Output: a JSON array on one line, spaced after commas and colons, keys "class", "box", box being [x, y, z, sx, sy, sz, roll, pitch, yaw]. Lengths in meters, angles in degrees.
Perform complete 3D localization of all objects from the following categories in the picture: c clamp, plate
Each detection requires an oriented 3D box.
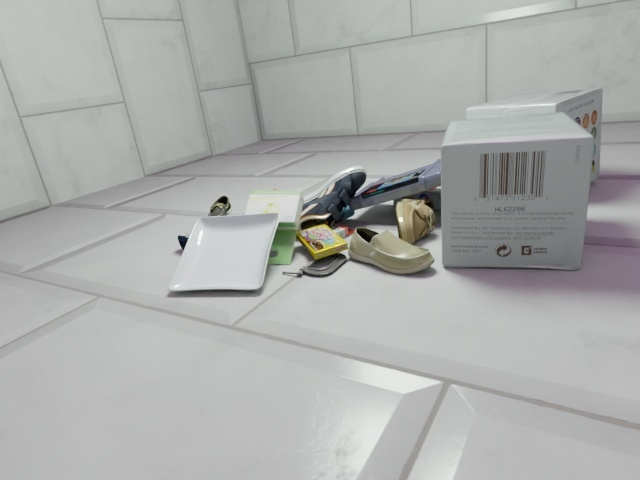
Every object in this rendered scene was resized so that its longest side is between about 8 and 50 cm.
[{"class": "c clamp", "box": [-0.007, 0.065, 1.262, 0.137, 0.022, 0.160, 8, 26, 37]}, {"class": "plate", "box": [-0.264, 0.038, 1.272, 0.277, 0.045, 0.278, -2, 49, 14]}]

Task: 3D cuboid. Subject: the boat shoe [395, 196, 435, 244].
[{"class": "boat shoe", "box": [0.298, -0.072, 1.369, 0.110, 0.122, 0.341, -2, 20, 17]}]

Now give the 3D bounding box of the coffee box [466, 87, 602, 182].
[{"class": "coffee box", "box": [0.781, -0.353, 1.630, 0.337, 0.334, 0.338, -23, 23, -32]}]

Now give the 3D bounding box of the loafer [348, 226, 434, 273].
[{"class": "loafer", "box": [0.181, 0.021, 1.206, 0.268, 0.092, 0.102, 11, 27, 40]}]

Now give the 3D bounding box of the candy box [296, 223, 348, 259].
[{"class": "candy box", "box": [0.000, 0.000, 1.352, 0.105, 0.027, 0.206, -16, 22, -14]}]

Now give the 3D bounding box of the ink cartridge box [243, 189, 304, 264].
[{"class": "ink cartridge box", "box": [-0.154, -0.046, 1.359, 0.171, 0.056, 0.235, 2, 59, 14]}]

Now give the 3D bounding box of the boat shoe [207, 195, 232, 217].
[{"class": "boat shoe", "box": [-0.427, -0.128, 1.856, 0.081, 0.069, 0.228, -7, 21, 3]}]

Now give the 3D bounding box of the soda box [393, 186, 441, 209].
[{"class": "soda box", "box": [0.379, -0.166, 1.662, 0.216, 0.069, 0.074, 11, 28, 43]}]

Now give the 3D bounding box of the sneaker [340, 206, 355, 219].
[{"class": "sneaker", "box": [0.050, -0.078, 1.593, 0.162, 0.063, 0.073, -15, 40, -9]}]

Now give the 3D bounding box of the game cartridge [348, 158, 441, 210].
[{"class": "game cartridge", "box": [0.286, -0.200, 1.551, 0.355, 0.068, 0.230, -14, 11, 36]}]

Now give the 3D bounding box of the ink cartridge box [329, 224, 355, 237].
[{"class": "ink cartridge box", "box": [0.059, -0.030, 1.477, 0.115, 0.029, 0.063, -22, 24, -32]}]

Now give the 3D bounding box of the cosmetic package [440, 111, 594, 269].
[{"class": "cosmetic package", "box": [0.508, -0.150, 1.207, 0.329, 0.327, 0.394, 0, 23, 20]}]

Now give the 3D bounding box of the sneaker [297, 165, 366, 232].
[{"class": "sneaker", "box": [0.035, -0.121, 1.506, 0.321, 0.126, 0.127, -33, 61, 6]}]

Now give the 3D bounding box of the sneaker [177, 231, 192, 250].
[{"class": "sneaker", "box": [-0.400, 0.000, 1.494, 0.211, 0.080, 0.081, 15, 33, 43]}]

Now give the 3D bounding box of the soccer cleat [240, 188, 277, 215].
[{"class": "soccer cleat", "box": [-0.244, -0.129, 1.755, 0.083, 0.095, 0.248, 7, 25, 35]}]

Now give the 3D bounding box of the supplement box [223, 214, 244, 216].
[{"class": "supplement box", "box": [-0.240, -0.028, 1.474, 0.188, 0.104, 0.081, -4, 22, 11]}]
